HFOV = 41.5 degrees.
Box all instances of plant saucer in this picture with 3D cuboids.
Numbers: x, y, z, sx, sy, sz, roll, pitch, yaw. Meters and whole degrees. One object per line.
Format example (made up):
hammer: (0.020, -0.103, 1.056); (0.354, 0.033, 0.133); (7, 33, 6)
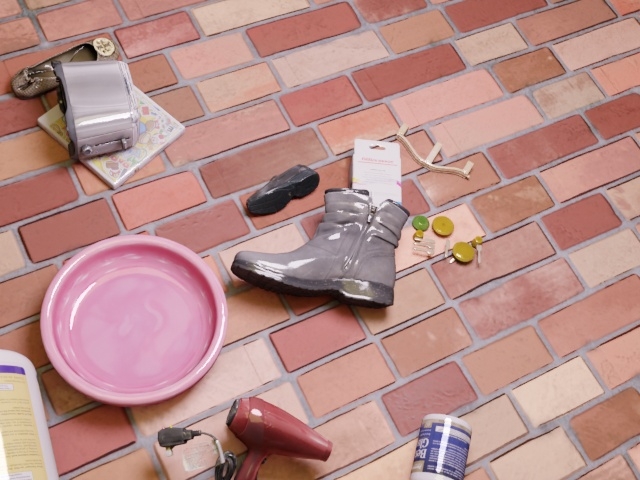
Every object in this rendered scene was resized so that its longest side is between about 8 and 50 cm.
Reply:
plant saucer: (-0.339, 0.151, 1.555); (0.332, 0.084, 0.332); (4, 61, -8)

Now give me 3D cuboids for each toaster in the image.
toaster: (-0.451, -0.275, 1.705); (0.146, 0.129, 0.227); (-10, 62, -19)

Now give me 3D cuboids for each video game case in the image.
video game case: (-0.437, -0.241, 1.773); (0.227, 0.026, 0.206); (39, 63, 11)

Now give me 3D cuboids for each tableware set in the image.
tableware set: (0.267, -0.003, 1.780); (0.154, 0.024, 0.104); (11, 58, -3)

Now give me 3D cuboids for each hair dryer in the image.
hair dryer: (-0.122, 0.382, 1.463); (0.294, 0.080, 0.223); (-16, 98, -6)

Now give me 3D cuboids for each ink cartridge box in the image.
ink cartridge box: (0.114, -0.120, 1.789); (0.104, 0.061, 0.181); (6, 63, -7)

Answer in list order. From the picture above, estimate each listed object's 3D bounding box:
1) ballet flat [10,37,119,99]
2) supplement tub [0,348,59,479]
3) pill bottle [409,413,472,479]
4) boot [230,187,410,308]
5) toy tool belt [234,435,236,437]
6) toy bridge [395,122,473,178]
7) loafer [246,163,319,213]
ballet flat: (-0.544, -0.376, 1.806); (0.250, 0.058, 0.084); (-28, 72, -22)
supplement tub: (-0.539, 0.362, 1.319); (0.241, 0.241, 0.331); (-14, 66, -17)
pill bottle: (0.212, 0.406, 1.514); (0.094, 0.094, 0.169); (17, 61, -1)
boot: (0.000, 0.000, 1.654); (0.338, 0.118, 0.222); (12, 77, -17)
toy tool belt: (-0.130, 0.337, 1.513); (0.052, 0.051, 0.083); (-30, 72, -22)
toy bridge: (0.248, -0.187, 1.869); (0.188, 0.026, 0.063); (32, 64, 7)
loafer: (-0.086, -0.107, 1.756); (0.170, 0.062, 0.061); (-25, 48, -25)
